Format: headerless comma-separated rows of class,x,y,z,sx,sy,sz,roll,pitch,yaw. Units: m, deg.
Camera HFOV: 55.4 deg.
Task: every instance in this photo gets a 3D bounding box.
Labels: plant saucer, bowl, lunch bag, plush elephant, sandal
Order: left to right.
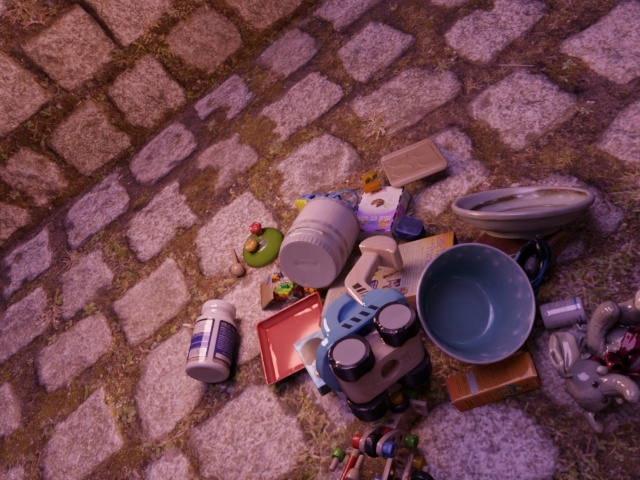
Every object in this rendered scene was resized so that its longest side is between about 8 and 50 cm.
plant saucer,-0.081,0.333,2.044,0.259,0.048,0.258,-28,45,10
sandal,0.033,-0.129,2.280,0.317,0.126,0.138,11,48,48
lunch bag,0.301,-0.035,2.065,0.098,0.065,0.067,17,64,22
bowl,0.389,0.176,1.618,0.311,0.163,0.312,1,75,-4
plant saucer,0.592,-0.078,1.795,0.400,0.101,0.400,-8,13,2
plush elephant,0.683,0.295,1.422,0.255,0.272,0.330,-49,14,-28

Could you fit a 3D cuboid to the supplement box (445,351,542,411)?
supplement box,0.462,0.379,1.626,0.233,0.078,0.080,-25,46,16

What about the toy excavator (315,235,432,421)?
toy excavator,0.129,0.191,1.662,0.433,0.222,0.445,-34,39,-15

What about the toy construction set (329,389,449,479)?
toy construction set,0.183,0.536,1.629,0.309,0.257,0.237,-28,22,44

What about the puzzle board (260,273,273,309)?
puzzle board,-0.193,0.186,2.192,0.128,0.011,0.096,133,136,-57

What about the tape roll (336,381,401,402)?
tape roll,0.130,0.368,1.760,0.219,0.219,0.072,-46,2,-6

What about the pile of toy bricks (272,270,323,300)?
pile of toy bricks,-0.109,0.165,2.135,0.212,0.118,0.105,-1,37,37

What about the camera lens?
camera lens,0.000,0.000,2.041,0.219,0.219,0.274,-9,31,28

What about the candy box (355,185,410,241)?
candy box,0.214,-0.096,2.172,0.165,0.070,0.196,1,58,34

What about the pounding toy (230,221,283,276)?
pounding toy,-0.269,0.015,2.376,0.237,0.110,0.183,-29,45,10

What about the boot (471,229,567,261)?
boot,0.583,0.011,1.827,0.248,0.090,0.207,-40,45,3

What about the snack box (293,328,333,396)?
snack box,0.099,0.319,1.879,0.322,0.060,0.187,-29,46,-6

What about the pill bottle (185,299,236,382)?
pill bottle,-0.378,0.352,2.150,0.153,0.153,0.265,-14,50,25

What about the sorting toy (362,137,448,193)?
sorting toy,0.295,-0.261,2.226,0.307,0.041,0.229,-22,32,7

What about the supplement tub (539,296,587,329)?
supplement tub,0.656,0.196,1.646,0.107,0.071,0.071,-16,49,22

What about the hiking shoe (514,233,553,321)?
hiking shoe,0.546,0.133,1.673,0.113,0.132,0.304,14,88,30

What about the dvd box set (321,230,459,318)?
dvd box set,0.226,0.121,1.926,0.420,0.062,0.308,-16,28,22
